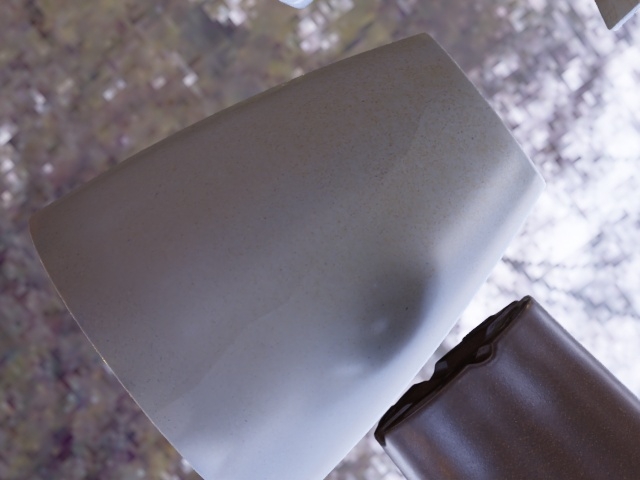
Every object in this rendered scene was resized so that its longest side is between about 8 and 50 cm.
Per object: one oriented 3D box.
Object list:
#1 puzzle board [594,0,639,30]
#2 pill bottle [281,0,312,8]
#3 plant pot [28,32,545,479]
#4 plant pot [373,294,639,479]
[{"bbox_3d":[0.169,-0.198,1.031,0.011,0.128,0.096,-8,157,-35],"label":"puzzle board"},{"bbox_3d":[0.046,-0.288,0.761,0.363,0.210,0.210,-49,-160,11],"label":"pill bottle"},{"bbox_3d":[0.000,0.000,1.181,0.274,0.256,0.256,-38,-158,3],"label":"plant pot"},{"bbox_3d":[0.129,0.133,1.069,0.167,0.165,0.167,-42,180,0],"label":"plant pot"}]
